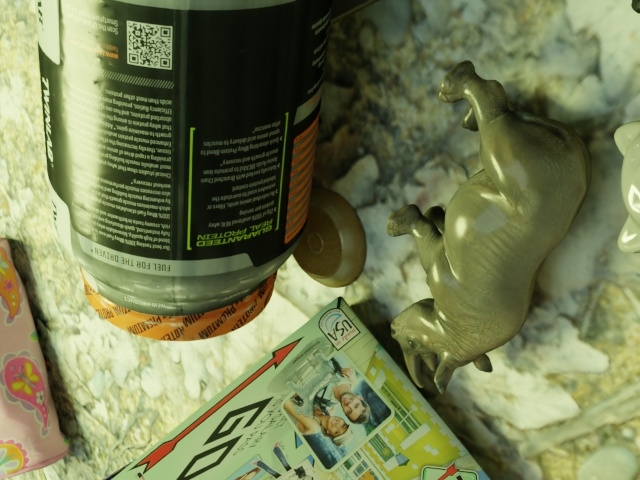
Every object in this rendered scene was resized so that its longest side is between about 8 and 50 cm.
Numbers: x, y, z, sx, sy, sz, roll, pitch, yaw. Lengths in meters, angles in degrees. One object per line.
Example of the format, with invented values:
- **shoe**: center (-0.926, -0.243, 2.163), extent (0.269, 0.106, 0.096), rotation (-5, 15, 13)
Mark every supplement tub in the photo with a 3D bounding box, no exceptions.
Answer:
- **supplement tub**: center (-0.096, -0.095, 0.659), extent (0.193, 0.193, 0.316), rotation (33, 131, 32)

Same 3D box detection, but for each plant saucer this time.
- **plant saucer**: center (0.000, 0.000, 0.748), extent (0.083, 0.015, 0.083), rotation (18, 117, 39)

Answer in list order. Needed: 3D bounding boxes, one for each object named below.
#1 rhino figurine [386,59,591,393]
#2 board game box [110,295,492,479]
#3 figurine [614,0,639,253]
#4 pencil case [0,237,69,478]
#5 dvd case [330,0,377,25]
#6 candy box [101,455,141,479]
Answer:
- **rhino figurine**: center (0.098, 0.012, 0.616), extent (0.106, 0.073, 0.243), rotation (41, 131, 30)
- **board game box**: center (-0.040, 0.222, 0.698), extent (0.213, 0.317, 0.046), rotation (50, 178, 19)
- **figurine**: center (0.222, -0.090, 0.423), extent (0.209, 0.092, 0.215), rotation (1, 85, 52)
- **pencil case**: center (-0.388, 0.141, 1.105), extent (0.124, 0.124, 0.284), rotation (-8, 101, 45)
- **dvd case**: center (-0.011, -0.237, 0.669), extent (0.221, 0.018, 0.164), rotation (-15, 95, 46)
- **candy box**: center (-0.114, 0.374, 0.848), extent (0.317, 0.122, 0.268), rotation (56, 163, 16)
